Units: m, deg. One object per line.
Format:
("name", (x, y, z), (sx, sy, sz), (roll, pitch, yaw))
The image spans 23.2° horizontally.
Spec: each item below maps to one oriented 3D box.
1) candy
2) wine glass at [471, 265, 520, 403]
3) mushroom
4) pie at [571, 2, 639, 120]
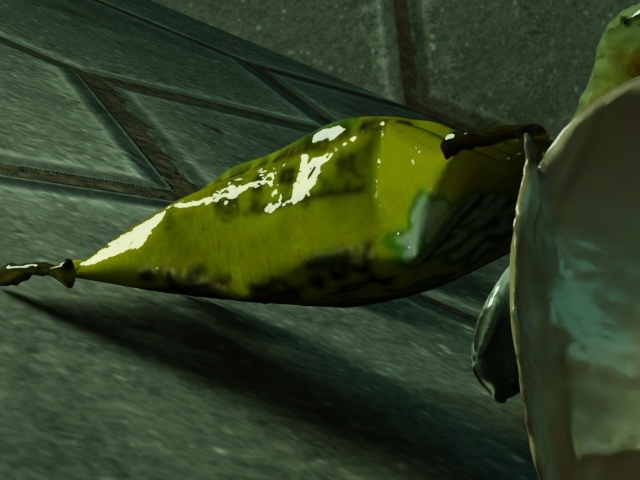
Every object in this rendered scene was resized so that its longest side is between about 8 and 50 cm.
("candy", (0.007, -0.008, 0.752), (0.297, 0.081, 0.187), (-10, -9, 31))
("wine glass", (0.185, 0.082, 0.854), (0.204, 0.111, 0.111), (30, 13, 34))
("mushroom", (0.181, 0.066, 0.601), (0.195, 0.253, 0.189), (-14, -19, 8))
("pie", (0.356, -0.022, 1.161), (0.418, 0.395, 0.180), (23, 45, 26))
